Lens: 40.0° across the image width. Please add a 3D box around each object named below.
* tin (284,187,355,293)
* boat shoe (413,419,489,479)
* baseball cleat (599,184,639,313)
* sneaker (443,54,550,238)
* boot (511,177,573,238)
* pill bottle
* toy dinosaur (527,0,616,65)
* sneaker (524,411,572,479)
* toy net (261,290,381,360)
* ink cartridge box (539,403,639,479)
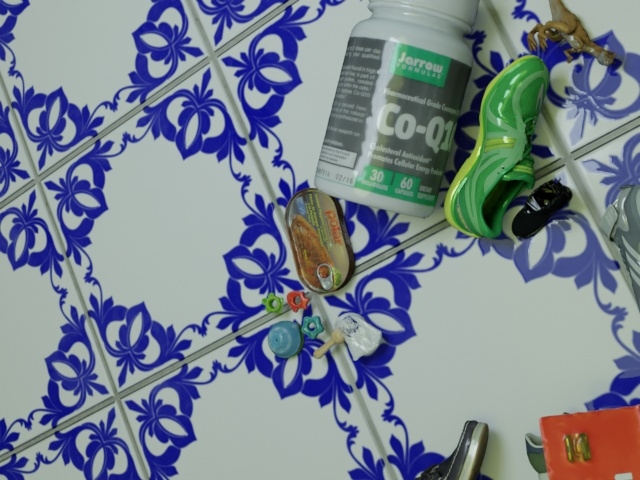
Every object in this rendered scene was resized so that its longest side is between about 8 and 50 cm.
[{"bbox_3d":[0.000,0.000,1.559,0.106,0.040,0.190,-18,81,30],"label":"tin"},{"bbox_3d":[0.189,0.412,1.421,0.092,0.103,0.285,23,105,20],"label":"boat shoe"},{"bbox_3d":[0.473,0.019,1.311,0.109,0.072,0.206,8,100,52],"label":"baseball cleat"},{"bbox_3d":[0.296,-0.137,1.361,0.123,0.109,0.295,38,115,48],"label":"sneaker"},{"bbox_3d":[0.334,-0.048,1.355,0.121,0.099,0.045,-41,74,21],"label":"boot"},{"bbox_3d":[0.126,-0.232,1.405,0.204,0.204,0.361,17,97,26],"label":"pill bottle"},{"bbox_3d":[0.378,-0.339,1.372,0.112,0.064,0.211,-23,72,-8],"label":"toy dinosaur"},{"bbox_3d":[0.397,0.298,1.335,0.192,0.064,0.086,-32,80,26],"label":"sneaker"},{"bbox_3d":[0.005,0.150,1.552,0.232,0.045,0.122,-1,87,25],"label":"toy net"},{"bbox_3d":[0.486,0.340,1.085,0.385,0.091,0.308,-10,71,14],"label":"ink cartridge box"}]
